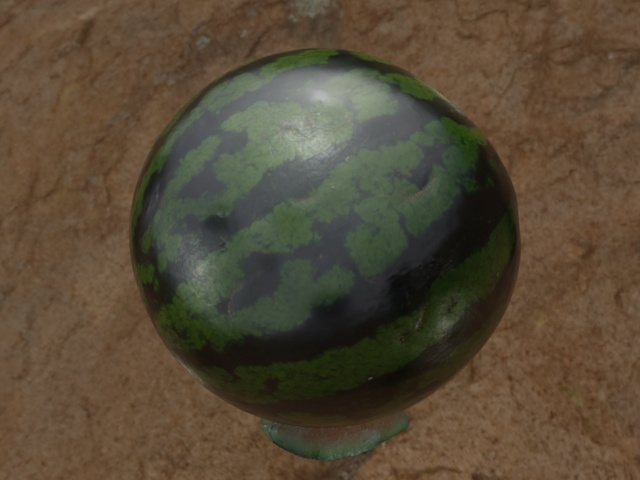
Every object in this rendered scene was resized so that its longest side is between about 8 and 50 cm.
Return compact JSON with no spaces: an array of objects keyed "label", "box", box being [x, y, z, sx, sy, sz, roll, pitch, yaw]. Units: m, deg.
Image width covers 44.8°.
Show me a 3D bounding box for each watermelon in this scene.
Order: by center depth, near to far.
[{"label":"watermelon","box":[0.000,0.000,0.591,0.285,0.285,0.285,-13,48,15]},{"label":"watermelon","box":[0.000,0.151,0.707,0.101,0.080,0.155,27,36,34]}]
